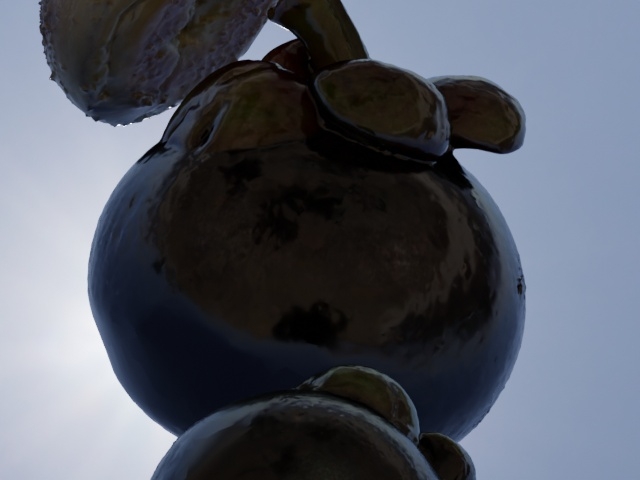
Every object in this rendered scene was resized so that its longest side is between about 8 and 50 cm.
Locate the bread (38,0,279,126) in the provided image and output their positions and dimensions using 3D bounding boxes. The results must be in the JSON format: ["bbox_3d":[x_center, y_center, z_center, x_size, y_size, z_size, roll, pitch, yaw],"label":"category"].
[{"bbox_3d":[-0.156,-0.254,1.864,0.159,0.305,0.305,43,-138,16],"label":"bread"}]

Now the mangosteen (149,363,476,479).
[{"bbox_3d":[-0.008,0.193,1.204,0.243,0.243,0.243,13,-142,-10],"label":"mangosteen"}]

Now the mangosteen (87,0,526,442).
[{"bbox_3d":[0.000,0.000,1.677,0.382,0.382,0.435,15,-103,-8],"label":"mangosteen"}]
